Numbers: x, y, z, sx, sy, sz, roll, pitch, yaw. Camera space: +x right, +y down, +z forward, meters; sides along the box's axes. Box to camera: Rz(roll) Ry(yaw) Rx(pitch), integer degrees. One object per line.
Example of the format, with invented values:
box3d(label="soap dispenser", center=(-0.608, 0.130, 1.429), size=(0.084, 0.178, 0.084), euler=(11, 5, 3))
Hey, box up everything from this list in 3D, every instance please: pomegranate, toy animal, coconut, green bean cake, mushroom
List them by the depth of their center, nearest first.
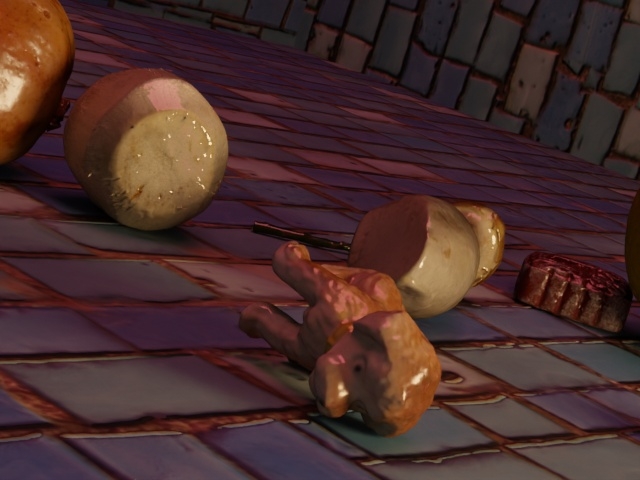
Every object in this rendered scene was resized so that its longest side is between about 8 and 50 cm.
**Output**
box3d(label="toy animal", center=(0.057, 0.089, 1.169), size=(0.184, 0.104, 0.185), euler=(19, 4, -31))
box3d(label="mushroom", center=(0.108, 0.014, 1.521), size=(0.128, 0.128, 0.350), euler=(21, 9, 16))
box3d(label="coconut", center=(-0.178, -0.093, 1.540), size=(0.161, 0.161, 0.162), euler=(13, 10, -23))
box3d(label="pomegranate", center=(-0.348, -0.174, 1.551), size=(0.215, 0.215, 0.215), euler=(17, 11, -3))
box3d(label="green bean cake", center=(0.301, 0.056, 1.796), size=(0.135, 0.056, 0.136), euler=(20, 11, 7))

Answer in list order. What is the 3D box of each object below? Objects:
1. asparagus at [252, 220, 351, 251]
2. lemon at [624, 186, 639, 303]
box3d(label="asparagus", center=(0.000, 0.000, 1.708), size=(0.163, 0.016, 0.016), euler=(12, -6, -21))
box3d(label="lemon", center=(0.500, 0.008, 1.695), size=(0.336, 0.336, 0.336), euler=(17, 11, -3))
